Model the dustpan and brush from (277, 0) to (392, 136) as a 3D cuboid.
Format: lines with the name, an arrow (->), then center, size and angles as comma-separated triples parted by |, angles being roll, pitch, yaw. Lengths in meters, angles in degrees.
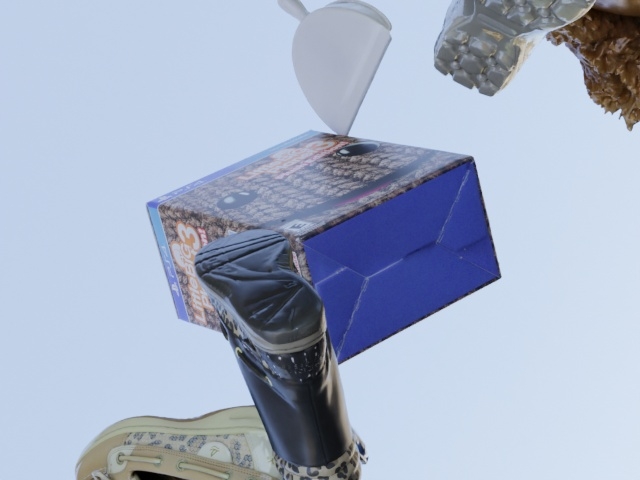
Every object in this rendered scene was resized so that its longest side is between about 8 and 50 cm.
dustpan and brush -> 0.001, -0.231, 2.105 | 0.060, 0.211, 0.147 | -12, -45, -49

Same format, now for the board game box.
board game box -> 0.000, 0.000, 1.936 | 0.232, 0.291, 0.141 | -26, -68, -30

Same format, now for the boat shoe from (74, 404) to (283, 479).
boat shoe -> -0.131, 0.218, 1.689 | 0.104, 0.285, 0.089 | 43, -131, -28

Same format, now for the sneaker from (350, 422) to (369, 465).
sneaker -> 0.006, 0.194, 2.042 | 0.209, 0.069, 0.082 | 45, -132, -58

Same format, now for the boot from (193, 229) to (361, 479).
boot -> -0.036, 0.101, 1.560 | 0.085, 0.236, 0.179 | -18, -67, -10

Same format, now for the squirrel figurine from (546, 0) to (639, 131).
squirrel figurine -> 0.459, -0.324, 2.243 | 0.370, 0.281, 0.397 | 18, -44, -31

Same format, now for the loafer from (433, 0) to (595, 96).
loafer -> 0.177, -0.230, 1.596 | 0.111, 0.112, 0.319 | -65, 7, -20
